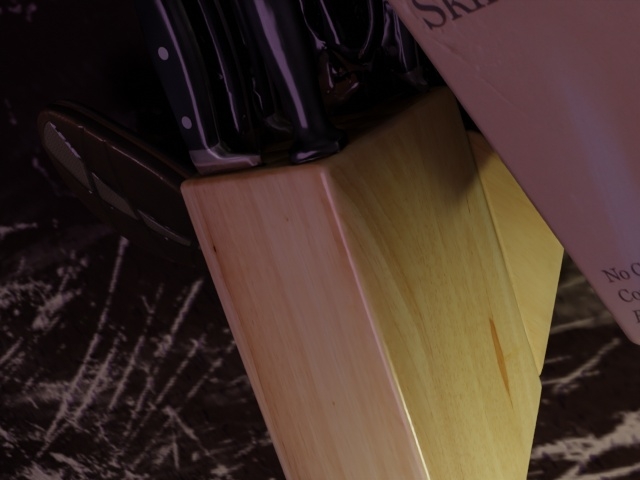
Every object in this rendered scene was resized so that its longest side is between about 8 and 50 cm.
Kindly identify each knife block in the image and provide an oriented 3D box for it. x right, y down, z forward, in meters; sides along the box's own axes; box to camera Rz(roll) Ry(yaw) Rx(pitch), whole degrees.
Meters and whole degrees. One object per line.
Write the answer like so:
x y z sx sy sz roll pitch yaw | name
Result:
0.000 0.000 0.586 0.088 0.276 0.242 -5 155 44 | knife block

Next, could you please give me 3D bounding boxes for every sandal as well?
-0.050 -0.024 0.753 0.219 0.060 0.090 21 149 0 | sandal

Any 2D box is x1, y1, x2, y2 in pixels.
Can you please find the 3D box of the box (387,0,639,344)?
0.099 -0.125 0.456 0.311 0.121 0.148 51 143 -16 | box
